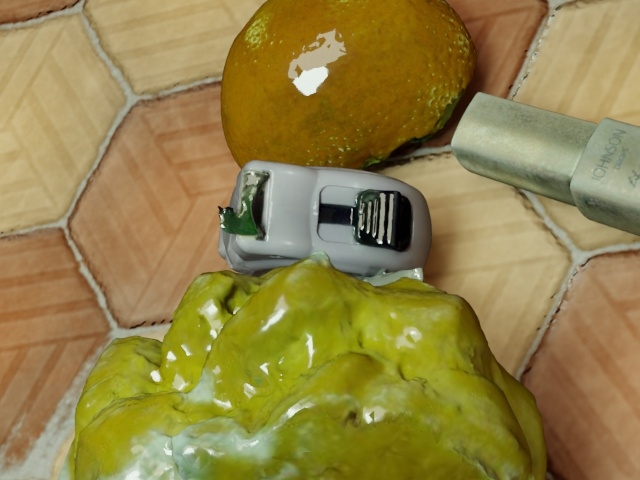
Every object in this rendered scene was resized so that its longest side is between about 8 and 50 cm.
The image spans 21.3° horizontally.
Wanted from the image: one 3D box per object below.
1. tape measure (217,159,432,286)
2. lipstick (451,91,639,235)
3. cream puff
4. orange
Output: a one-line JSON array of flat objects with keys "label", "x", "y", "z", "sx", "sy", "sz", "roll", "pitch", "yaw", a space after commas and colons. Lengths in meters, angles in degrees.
[{"label": "tape measure", "x": 0.004, "y": 0.000, "z": 1.415, "sx": 0.178, "sy": 0.196, "sz": 0.105, "roll": 4, "pitch": 80, "yaw": -2}, {"label": "lipstick", "x": 0.231, "y": -0.057, "z": 1.399, "sx": 0.253, "sy": 0.077, "sz": 0.079, "roll": 19, "pitch": 74, "yaw": 32}, {"label": "cream puff", "x": -0.015, "y": 0.163, "z": 1.282, "sx": 0.378, "sy": 0.378, "sz": 0.275, "roll": -28, "pitch": 25, "yaw": 11}, {"label": "orange", "x": 0.012, "y": -0.151, "z": 1.504, "sx": 0.237, "sy": 0.158, "sz": 0.179, "roll": -29, "pitch": 52, "yaw": 10}]
